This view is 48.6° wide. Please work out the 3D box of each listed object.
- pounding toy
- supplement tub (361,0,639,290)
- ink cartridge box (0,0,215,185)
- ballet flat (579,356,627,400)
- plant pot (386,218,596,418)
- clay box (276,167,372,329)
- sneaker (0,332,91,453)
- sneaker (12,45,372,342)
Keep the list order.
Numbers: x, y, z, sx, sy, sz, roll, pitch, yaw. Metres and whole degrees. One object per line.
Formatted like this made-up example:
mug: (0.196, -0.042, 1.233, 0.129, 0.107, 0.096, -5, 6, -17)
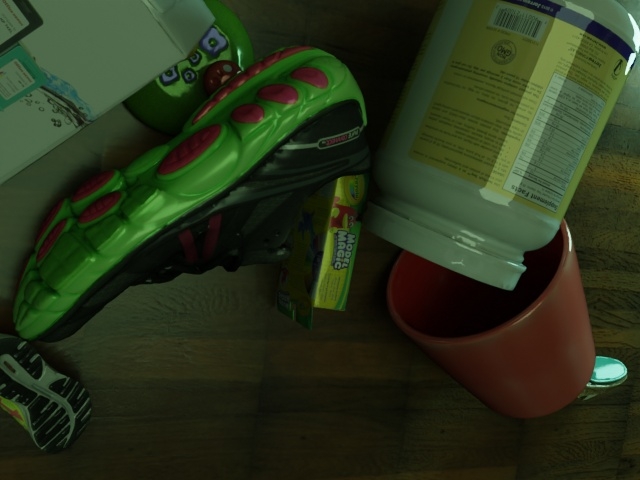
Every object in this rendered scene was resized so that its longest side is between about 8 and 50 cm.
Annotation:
pounding toy: (-0.148, -0.242, 0.850, 0.183, 0.110, 0.237, 6, 96, -26)
supplement tub: (0.205, -0.132, 0.854, 0.241, 0.241, 0.331, 19, 98, -26)
ink cartridge box: (-0.275, -0.209, 0.689, 0.270, 0.198, 0.197, -29, 113, 14)
ballet flat: (0.441, 0.248, 1.237, 0.206, 0.073, 0.067, -1, 126, -22)
plant pot: (0.268, 0.110, 1.031, 0.275, 0.275, 0.243, -45, 122, -12)
clay box: (0.000, 0.000, 0.948, 0.053, 0.127, 0.222, 8, 96, -26)
sneaker: (-0.351, 0.173, 0.846, 0.081, 0.094, 0.208, -49, 138, -32)
sneaker: (-0.142, -0.014, 0.807, 0.482, 0.185, 0.202, -33, 126, 6)
